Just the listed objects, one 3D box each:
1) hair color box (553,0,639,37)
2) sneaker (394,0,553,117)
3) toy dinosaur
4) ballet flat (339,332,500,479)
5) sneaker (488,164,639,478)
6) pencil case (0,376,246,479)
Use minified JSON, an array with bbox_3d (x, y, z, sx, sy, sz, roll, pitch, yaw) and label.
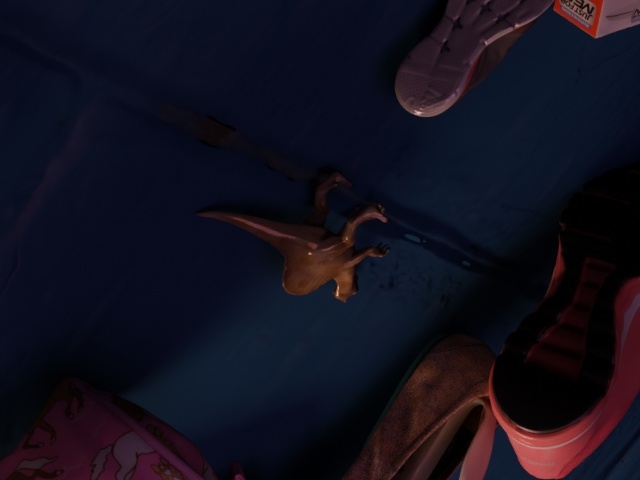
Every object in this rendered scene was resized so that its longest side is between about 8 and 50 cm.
[{"bbox_3d":[0.229,-0.237,1.094,0.093,0.053,0.167,-19,134,-28],"label":"hair color box"},{"bbox_3d":[0.113,-0.150,1.085,0.158,0.061,0.065,-44,168,2],"label":"sneaker"},{"bbox_3d":[0.000,0.000,1.109,0.092,0.053,0.183,-48,141,8],"label":"toy dinosaur"},{"bbox_3d":[0.060,0.224,1.274,0.316,0.106,0.107,-57,145,1],"label":"ballet flat"},{"bbox_3d":[0.236,0.065,1.285,0.314,0.116,0.136,-52,150,-27],"label":"sneaker"},{"bbox_3d":[-0.212,0.279,1.038,0.386,0.160,0.167,-54,136,-9],"label":"pencil case"}]
